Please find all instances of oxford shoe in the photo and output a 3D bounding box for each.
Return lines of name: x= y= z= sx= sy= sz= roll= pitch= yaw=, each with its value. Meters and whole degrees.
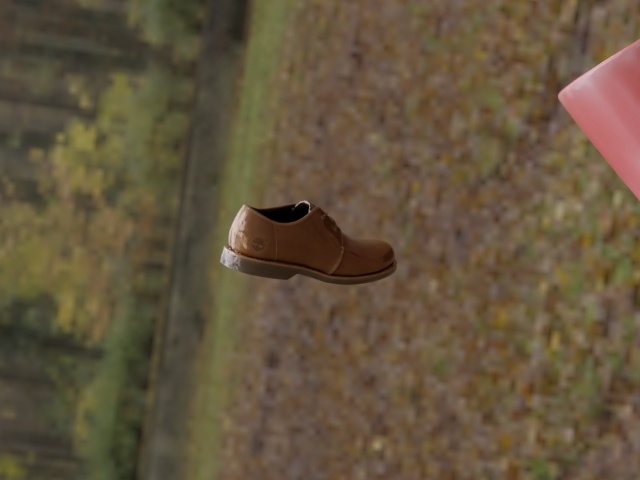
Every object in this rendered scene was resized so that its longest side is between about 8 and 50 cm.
oxford shoe: x=0.000 y=0.000 z=1.981 sx=0.076 sy=0.212 sz=0.076 roll=26 pitch=105 yaw=47

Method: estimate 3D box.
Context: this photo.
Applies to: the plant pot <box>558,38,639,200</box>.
plant pot: x=0.449 y=-0.131 z=2.264 sx=0.243 sy=0.275 sz=0.275 roll=60 pitch=168 yaw=4
